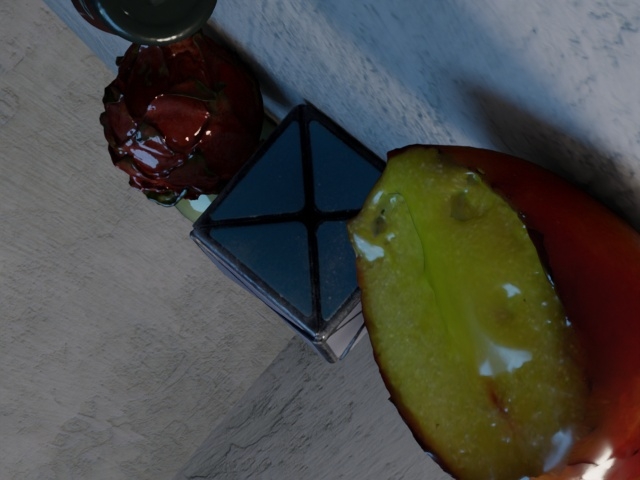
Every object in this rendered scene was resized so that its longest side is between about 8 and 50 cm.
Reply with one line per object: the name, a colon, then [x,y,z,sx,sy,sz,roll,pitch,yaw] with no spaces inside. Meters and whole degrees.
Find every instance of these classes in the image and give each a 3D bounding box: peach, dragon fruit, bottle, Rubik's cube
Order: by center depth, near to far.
peach: [0.162,0.062,0.920,0.338,0.281,0.281,41,174,-6]
bottle: [-0.230,-0.311,1.258,0.144,0.144,0.336,43,175,-25]
Rubik's cube: [0.000,0.000,1.536,0.259,0.260,0.255,37,174,15]
dragon fruit: [-0.201,-0.188,1.561,0.244,0.244,0.299,37,149,36]

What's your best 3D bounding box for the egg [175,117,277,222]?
egg: [-0.133,-0.107,1.827,0.295,0.218,0.218,29,176,-7]
